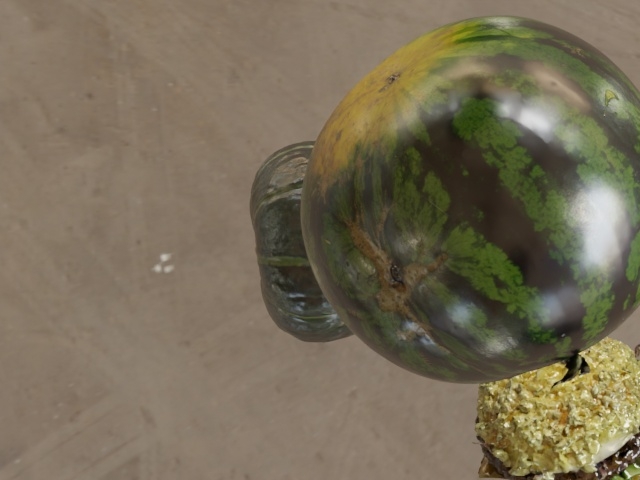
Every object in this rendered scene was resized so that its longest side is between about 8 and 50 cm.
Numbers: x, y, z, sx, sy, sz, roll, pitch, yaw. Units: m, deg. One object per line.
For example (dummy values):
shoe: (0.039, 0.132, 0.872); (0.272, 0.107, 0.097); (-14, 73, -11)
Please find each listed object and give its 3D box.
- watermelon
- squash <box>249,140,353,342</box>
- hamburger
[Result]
watermelon: (0.117, -0.027, 0.954); (0.268, 0.269, 0.269); (2, 97, 20)
squash: (0.000, 0.000, 1.677); (0.165, 0.252, 0.252); (-7, 94, -1)
hamburger: (0.306, 0.199, 1.653); (0.243, 0.262, 0.139); (4, 133, 30)
